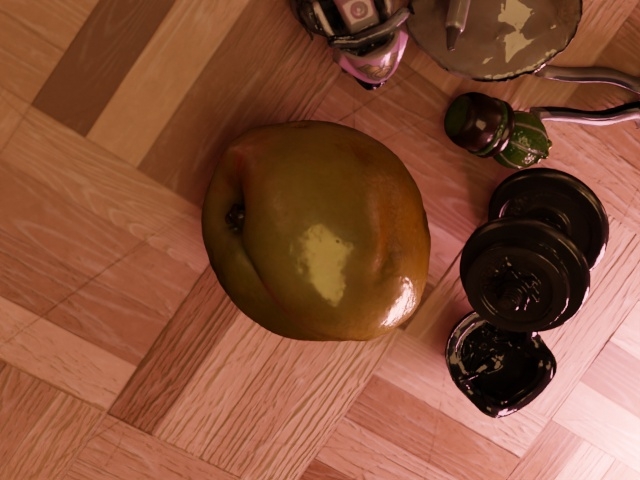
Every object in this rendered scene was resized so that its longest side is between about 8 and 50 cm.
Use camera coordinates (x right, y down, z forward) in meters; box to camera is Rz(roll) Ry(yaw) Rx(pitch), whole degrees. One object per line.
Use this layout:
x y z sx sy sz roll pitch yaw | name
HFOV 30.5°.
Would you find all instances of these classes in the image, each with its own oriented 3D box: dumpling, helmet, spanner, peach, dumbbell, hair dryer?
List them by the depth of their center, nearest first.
0.201 -0.323 1.537 0.155 0.183 0.044 -16 146 28 | hair dryer
-0.005 -0.006 1.577 0.315 0.281 0.314 4 71 -48 | peach
0.243 -0.295 1.624 0.247 0.172 0.142 -6 155 2 | dumpling
0.314 0.013 1.711 0.192 0.290 0.192 14 125 20 | dumbbell
0.471 -0.216 1.792 0.325 0.040 0.095 0 108 -17 | spanner
0.271 0.180 1.835 0.153 0.107 0.177 -36 97 0 | helmet

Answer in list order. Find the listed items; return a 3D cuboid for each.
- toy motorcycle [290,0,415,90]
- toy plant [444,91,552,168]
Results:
0.031 -0.336 1.520 0.143 0.188 0.327 -22 115 -3 | toy motorcycle
0.266 -0.157 1.716 0.162 0.093 0.093 17 103 -25 | toy plant
